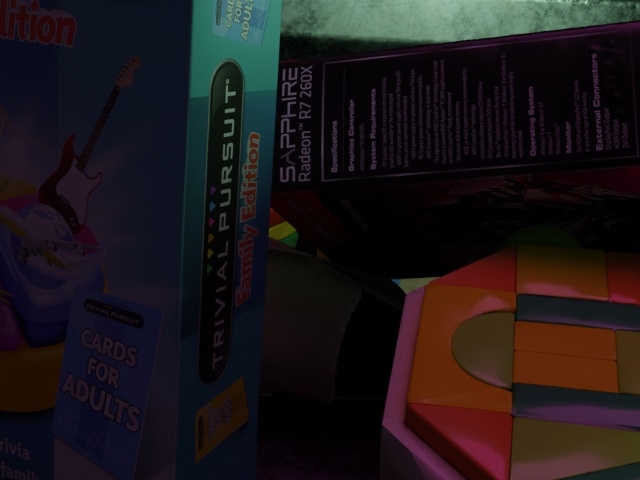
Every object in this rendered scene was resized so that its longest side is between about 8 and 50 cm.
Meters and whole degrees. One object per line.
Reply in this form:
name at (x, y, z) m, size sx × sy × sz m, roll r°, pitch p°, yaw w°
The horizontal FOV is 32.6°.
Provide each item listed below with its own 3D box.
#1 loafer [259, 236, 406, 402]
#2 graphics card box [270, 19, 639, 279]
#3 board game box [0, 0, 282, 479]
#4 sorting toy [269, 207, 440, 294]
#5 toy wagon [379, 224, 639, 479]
loafer at (-0.023, 0.048, 0.688) m, size 0.268 × 0.102 × 0.092 m, roll 9°, pitch 9°, yaw -38°
graphics card box at (0.165, -0.048, 0.690) m, size 0.370 × 0.094 × 0.233 m, roll -5°, pitch -17°, yaw 15°
board game box at (-0.150, -0.036, 0.562) m, size 0.253 × 0.336 × 0.079 m, roll 11°, pitch 15°, yaw 28°
sorting toy at (0.000, 0.000, 0.984) m, size 0.257 × 0.089 × 0.255 m, roll 9°, pitch 14°, yaw 22°
toy wagon at (0.207, 0.087, 0.541) m, size 0.344 × 0.068 × 0.267 m, roll 4°, pitch 34°, yaw 9°
